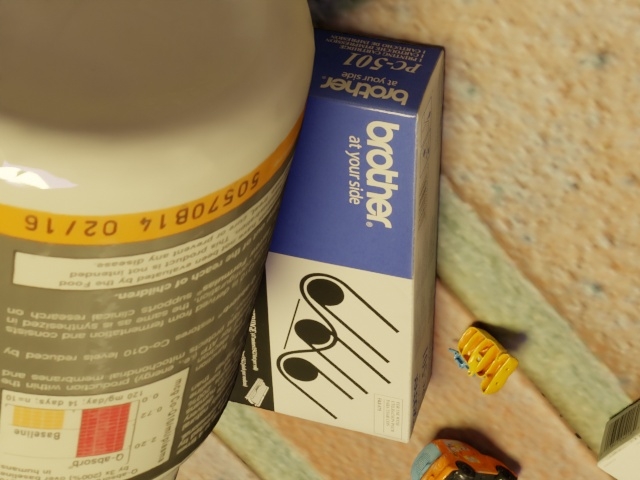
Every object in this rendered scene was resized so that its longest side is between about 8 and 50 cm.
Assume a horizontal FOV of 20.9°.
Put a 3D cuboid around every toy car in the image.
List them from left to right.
[{"bbox_3d":[0.077,0.087,0.839,0.040,0.060,0.122,51,133,39],"label":"toy car"}]

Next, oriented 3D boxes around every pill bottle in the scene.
[{"bbox_3d":[-0.102,0.005,0.665,0.162,0.162,0.278,21,138,4],"label":"pill bottle"}]

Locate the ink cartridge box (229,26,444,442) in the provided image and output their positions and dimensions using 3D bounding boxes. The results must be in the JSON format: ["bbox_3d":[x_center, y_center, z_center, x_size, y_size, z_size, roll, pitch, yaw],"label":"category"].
[{"bbox_3d":[0.000,0.000,0.763,0.097,0.046,0.207,11,137,13],"label":"ink cartridge box"}]

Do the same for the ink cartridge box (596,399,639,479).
[{"bbox_3d":[0.193,0.110,0.801,0.115,0.029,0.063,33,137,-11],"label":"ink cartridge box"}]
